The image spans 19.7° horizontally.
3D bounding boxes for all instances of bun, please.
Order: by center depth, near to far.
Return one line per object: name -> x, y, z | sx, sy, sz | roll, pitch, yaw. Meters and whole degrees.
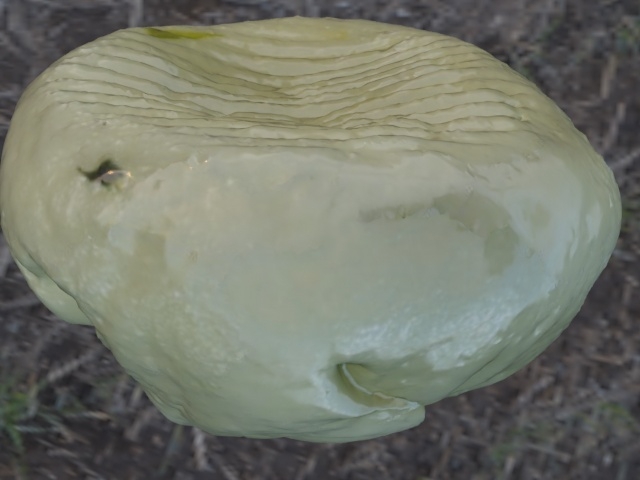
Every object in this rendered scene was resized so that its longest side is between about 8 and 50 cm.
bun -> 0.000, 0.000, 0.770 | 0.259, 0.259, 0.160 | -12, 115, -33
